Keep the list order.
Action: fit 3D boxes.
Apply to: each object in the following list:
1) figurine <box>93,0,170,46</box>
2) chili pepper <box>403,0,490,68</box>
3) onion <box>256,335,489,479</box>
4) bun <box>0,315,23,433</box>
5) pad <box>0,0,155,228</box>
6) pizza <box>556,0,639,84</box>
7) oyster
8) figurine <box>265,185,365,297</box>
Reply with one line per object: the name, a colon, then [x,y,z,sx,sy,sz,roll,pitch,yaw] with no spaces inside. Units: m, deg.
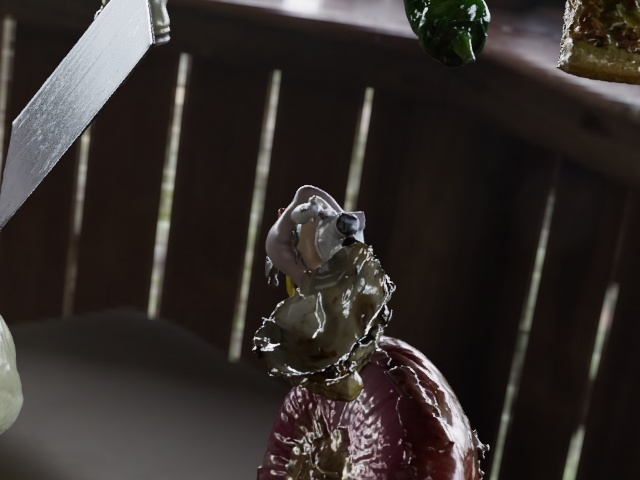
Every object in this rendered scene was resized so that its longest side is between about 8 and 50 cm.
figurine: [-0.192,-0.440,2.025,0.203,0.381,0.248,19,15,-14]
chili pepper: [0.157,-0.326,2.076,0.099,0.136,0.270,-3,45,-12]
onion: [0.053,0.190,1.237,0.163,0.230,0.230,10,14,-35]
bun: [-0.372,0.124,1.481,0.160,0.259,0.259,-10,25,-32]
pad: [-0.250,-0.154,1.582,0.007,0.248,0.367,36,14,-20]
pizza: [0.261,-0.188,1.357,0.175,0.046,0.134,-21,56,-40]
oyster: [0.007,0.060,0.982,0.103,0.051,0.148,-30,18,17]
figurine: [0.000,0.000,1.876,0.112,0.137,0.229,-15,1,-20]
